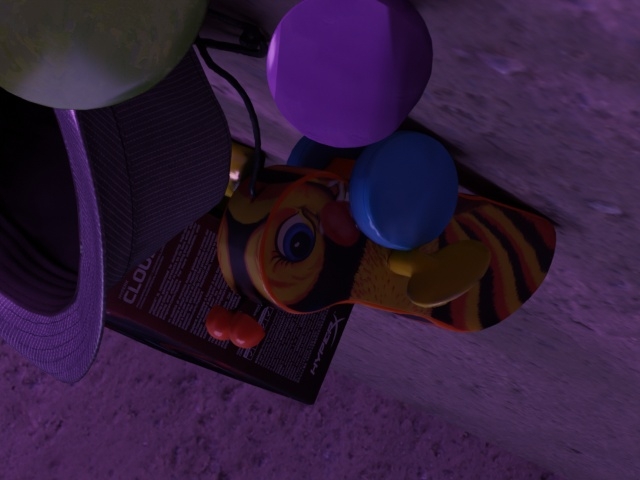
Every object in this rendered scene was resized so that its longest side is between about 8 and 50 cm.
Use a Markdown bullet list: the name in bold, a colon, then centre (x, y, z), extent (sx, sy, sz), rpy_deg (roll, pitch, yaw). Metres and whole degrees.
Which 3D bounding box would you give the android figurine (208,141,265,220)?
- **android figurine**: centre (-0.160, -0.078, 1.251), extent (0.272, 0.056, 0.248), rpy_deg (19, 171, 19)

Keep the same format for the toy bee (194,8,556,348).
- **toy bee**: centre (0.000, 0.000, 0.926), extent (0.298, 0.162, 0.195), rpy_deg (26, 173, -12)

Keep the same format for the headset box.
- **headset box**: centre (-0.149, 0.025, 1.288), extent (0.218, 0.110, 0.293), rpy_deg (13, 168, 45)

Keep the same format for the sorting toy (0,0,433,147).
- **sorting toy**: centre (-0.118, -0.142, 0.687), extent (0.365, 0.127, 0.126), rpy_deg (21, -159, 5)

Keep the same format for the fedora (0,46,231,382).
- **fedora**: centre (-0.139, -0.064, 0.832), extent (0.124, 0.244, 0.275), rpy_deg (-22, -144, -33)
